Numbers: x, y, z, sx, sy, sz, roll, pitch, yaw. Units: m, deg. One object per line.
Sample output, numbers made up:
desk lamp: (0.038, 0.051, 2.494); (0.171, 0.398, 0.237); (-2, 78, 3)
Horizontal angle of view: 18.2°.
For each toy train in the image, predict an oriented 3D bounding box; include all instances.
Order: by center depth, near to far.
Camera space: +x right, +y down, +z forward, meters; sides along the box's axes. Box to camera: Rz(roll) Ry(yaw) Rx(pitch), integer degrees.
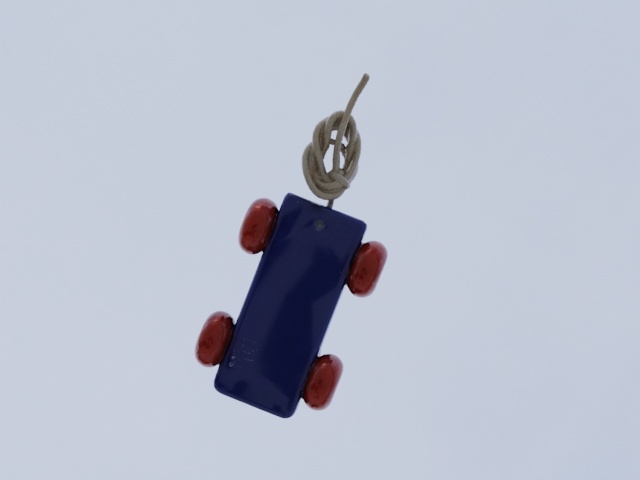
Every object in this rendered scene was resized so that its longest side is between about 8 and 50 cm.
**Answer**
toy train: (0.000, 0.000, 1.462); (0.105, 0.143, 0.248); (21, -87, 4)
